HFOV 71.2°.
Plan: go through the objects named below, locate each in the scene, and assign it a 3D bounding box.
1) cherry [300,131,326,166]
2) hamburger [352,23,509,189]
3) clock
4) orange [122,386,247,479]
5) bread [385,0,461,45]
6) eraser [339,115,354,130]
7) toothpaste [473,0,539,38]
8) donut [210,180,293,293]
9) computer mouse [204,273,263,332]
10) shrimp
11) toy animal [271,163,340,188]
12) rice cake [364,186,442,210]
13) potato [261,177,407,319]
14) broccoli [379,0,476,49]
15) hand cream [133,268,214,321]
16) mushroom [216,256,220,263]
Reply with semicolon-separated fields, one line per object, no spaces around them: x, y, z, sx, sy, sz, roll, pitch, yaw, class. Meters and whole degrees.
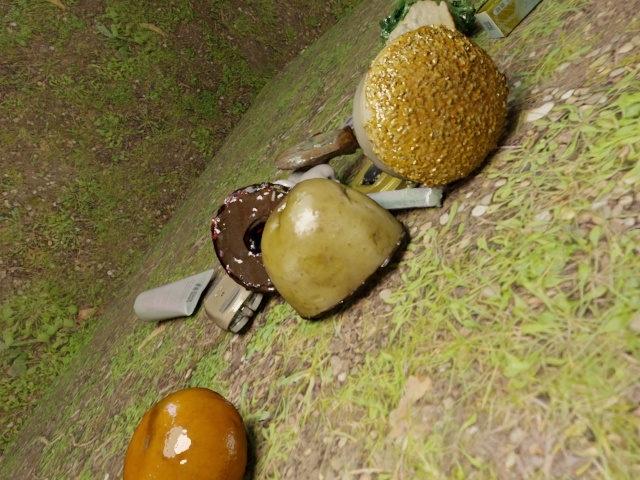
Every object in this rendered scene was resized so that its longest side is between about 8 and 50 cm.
-0.013;-0.289;1.447;0.106;0.087;0.126;-16;58;40;cherry
0.199;-0.243;0.813;0.294;0.276;0.179;-60;15;-11;hamburger
0.137;-0.142;1.027;0.237;0.057;0.237;-39;27;24;clock
-0.224;0.368;0.756;0.240;0.171;0.240;-33;43;37;orange
0.256;-0.467;1.086;0.184;0.211;0.224;-18;26;13;bread
0.104;-0.371;1.443;0.065;0.026;0.105;-46;25;1;eraser
0.516;-0.631;1.065;0.313;0.089;0.071;-46;18;9;toothpaste
-0.122;-0.007;1.043;0.270;0.269;0.103;-44;1;10;donut
-0.225;0.160;1.159;0.145;0.082;0.236;-55;27;-15;computer mouse
0.032;-0.242;1.164;0.317;0.077;0.168;-18;24;-5;shrimp
-0.037;-0.125;1.161;0.179;0.127;0.193;-16;18;1;toy animal
0.147;-0.080;0.897;0.211;0.034;0.043;-2;89;46;rice cake
0.000;0.000;0.871;0.285;0.242;0.242;-36;28;33;potato
0.290;-0.616;1.268;0.262;0.241;0.269;-22;61;12;broccoli
-0.511;0.206;1.558;0.359;0.118;0.185;-17;37;37;hand cream
-0.203;-0.036;1.401;0.351;0.095;0.123;-40;7;18;mushroom
